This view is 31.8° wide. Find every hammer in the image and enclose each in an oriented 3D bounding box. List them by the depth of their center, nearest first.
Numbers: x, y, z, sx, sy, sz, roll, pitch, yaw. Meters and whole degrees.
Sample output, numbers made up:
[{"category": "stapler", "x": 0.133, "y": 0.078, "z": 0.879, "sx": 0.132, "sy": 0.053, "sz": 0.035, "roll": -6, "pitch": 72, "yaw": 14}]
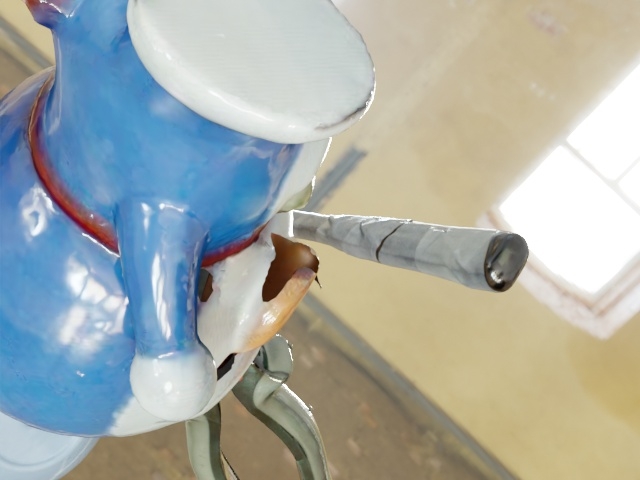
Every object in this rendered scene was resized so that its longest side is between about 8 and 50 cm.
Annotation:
[{"category": "hammer", "x": -0.001, "y": -0.001, "z": 0.877, "sx": 0.044, "sy": 0.152, "sz": 0.427, "roll": 46, "pitch": 163, "yaw": -31}]

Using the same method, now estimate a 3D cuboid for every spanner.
[{"category": "spanner", "x": -0.054, "y": 0.109, "z": 0.736, "sx": 0.040, "sy": 0.095, "sz": 0.325, "roll": -110, "pitch": 1, "yaw": -46}]

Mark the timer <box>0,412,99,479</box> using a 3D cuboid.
[{"category": "timer", "x": -0.259, "y": 0.104, "z": 0.819, "sx": 0.175, "sy": 0.255, "sz": 0.175, "roll": 10, "pitch": -104, "yaw": -47}]

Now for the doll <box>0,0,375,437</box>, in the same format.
[{"category": "doll", "x": -0.061, "y": -0.028, "z": 0.448, "sx": 0.161, "sy": 0.257, "sz": 0.215, "roll": 18, "pitch": -127, "yaw": -20}]
